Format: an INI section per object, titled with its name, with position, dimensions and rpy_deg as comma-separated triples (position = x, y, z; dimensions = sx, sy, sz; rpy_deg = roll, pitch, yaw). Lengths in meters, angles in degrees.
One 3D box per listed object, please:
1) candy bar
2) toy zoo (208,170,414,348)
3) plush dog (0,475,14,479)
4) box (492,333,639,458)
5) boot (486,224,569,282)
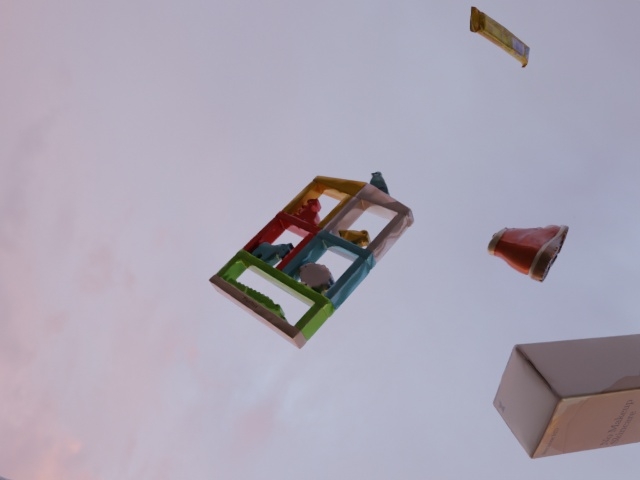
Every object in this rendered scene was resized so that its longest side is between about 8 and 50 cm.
[candy bar]
position = 0.288, -0.320, 0.779
dimensions = 0.018, 0.162, 0.040
rpy_deg = -4, -102, 51
[toy zoo]
position = 0.000, 0.000, 0.716
dimensions = 0.192, 0.030, 0.293
rpy_deg = 25, -118, 39
[plush dog]
position = -0.230, 0.204, 0.186
dimensions = 0.211, 0.262, 0.225
rpy_deg = 32, -101, -3
[box]
position = 0.468, 0.251, 0.818
dimensions = 0.121, 0.311, 0.148
rpy_deg = -115, -153, -57
[boot]
position = 0.281, 0.001, 0.664
dimensions = 0.085, 0.158, 0.059
rpy_deg = 24, -65, 30
